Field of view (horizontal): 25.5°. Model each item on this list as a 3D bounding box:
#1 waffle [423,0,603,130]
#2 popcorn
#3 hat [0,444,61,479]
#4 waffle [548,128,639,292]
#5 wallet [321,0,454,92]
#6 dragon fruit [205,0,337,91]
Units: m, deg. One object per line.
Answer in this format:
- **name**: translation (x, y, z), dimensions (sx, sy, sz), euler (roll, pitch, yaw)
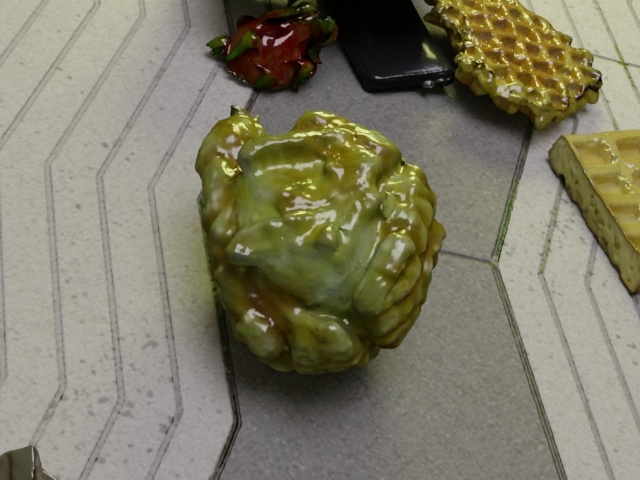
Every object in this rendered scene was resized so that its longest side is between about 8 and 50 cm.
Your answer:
- **waffle**: translation (0.286, -0.284, 2.133), dimensions (0.281, 0.058, 0.301), euler (-11, 53, -42)
- **popcorn**: translation (0.001, -0.009, 1.643), dimensions (0.279, 0.274, 0.336), euler (-8, 69, 26)
- **hat**: translation (-0.300, 0.320, 1.399), dimensions (0.173, 0.144, 0.166), euler (60, 38, -25)
- **waffle**: translation (0.452, -0.051, 2.000), dimensions (0.168, 0.057, 0.274), euler (-6, 51, -25)
- **wallet**: translation (0.095, -0.313, 2.119), dimensions (0.149, 0.044, 0.250), euler (-7, 52, -21)
- **dragon fruit**: translation (-0.056, -0.282, 2.001), dimensions (0.142, 0.175, 0.138), euler (10, 49, -55)
